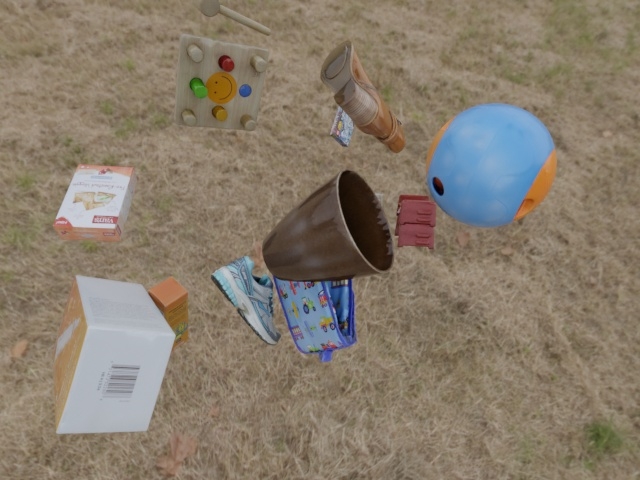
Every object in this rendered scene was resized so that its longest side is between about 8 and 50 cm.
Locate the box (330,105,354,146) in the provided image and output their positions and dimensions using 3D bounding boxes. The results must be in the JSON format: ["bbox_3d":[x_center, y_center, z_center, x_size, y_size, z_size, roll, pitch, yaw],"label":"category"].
[{"bbox_3d":[0.090,-0.445,1.643,0.027,0.094,0.137,5,71,39],"label":"box"}]

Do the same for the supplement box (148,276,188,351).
[{"bbox_3d":[-0.415,0.210,1.171,0.080,0.233,0.078,37,47,19],"label":"supplement box"}]

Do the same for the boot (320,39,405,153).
[{"bbox_3d":[0.118,-0.360,1.067,0.220,0.109,0.284,30,32,-40],"label":"boot"}]

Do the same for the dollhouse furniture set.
[{"bbox_3d":[0.191,-0.077,1.437,0.373,0.152,0.201,4,12,9],"label":"dollhouse furniture set"}]

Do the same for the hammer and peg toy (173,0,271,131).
[{"bbox_3d":[-0.272,-0.495,1.222,0.265,0.361,0.127,-3,38,-30],"label":"hammer and peg toy"}]

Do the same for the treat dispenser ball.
[{"bbox_3d":[0.397,-0.175,1.007,0.288,0.288,0.288,5,51,-6],"label":"treat dispenser ball"}]

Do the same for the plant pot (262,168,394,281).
[{"bbox_3d":[0.000,0.000,0.875,0.230,0.215,0.215,-23,45,28],"label":"plant pot"}]

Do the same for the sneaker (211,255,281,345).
[{"bbox_3d":[-0.161,0.162,1.121,0.122,0.283,0.110,-39,34,-16],"label":"sneaker"}]

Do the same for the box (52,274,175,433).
[{"bbox_3d":[-0.477,0.236,0.953,0.168,0.215,0.345,16,3,-35],"label":"box"}]

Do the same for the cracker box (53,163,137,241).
[{"bbox_3d":[-0.625,-0.109,1.196,0.155,0.067,0.232,2,54,-8],"label":"cracker box"}]

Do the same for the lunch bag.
[{"bbox_3d":[-0.012,0.155,1.066,0.138,0.221,0.293,1,72,-34],"label":"lunch bag"}]
